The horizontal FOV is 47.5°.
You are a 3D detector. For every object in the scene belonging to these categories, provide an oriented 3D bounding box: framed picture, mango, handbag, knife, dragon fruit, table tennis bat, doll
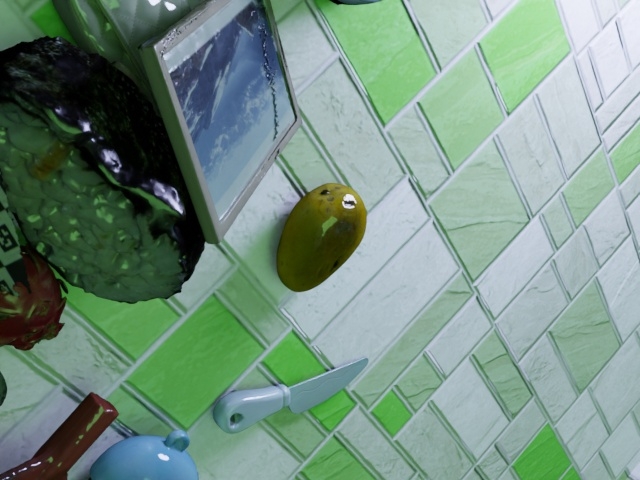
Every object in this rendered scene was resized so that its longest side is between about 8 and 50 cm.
[{"bbox_3d":[-0.108,-0.190,0.938,0.335,0.022,0.247,-63,145,-52],"label":"framed picture"},{"bbox_3d":[0.000,0.000,1.180,0.137,0.098,0.195,12,107,-42],"label":"mango"},{"bbox_3d":[-0.196,-0.269,0.939,0.219,0.079,0.256,-40,129,-20],"label":"handbag"},{"bbox_3d":[-0.042,0.280,1.312,0.331,0.044,0.080,-9,114,-36],"label":"knife"},{"bbox_3d":[-0.395,0.061,0.909,0.136,0.133,0.166,-75,148,-47],"label":"dragon fruit"},{"bbox_3d":[-0.437,0.383,1.001,0.414,0.051,0.268,-49,158,-9],"label":"table tennis bat"},{"bbox_3d":[-0.299,0.422,1.119,0.177,0.141,0.314,32,93,-36],"label":"doll"}]

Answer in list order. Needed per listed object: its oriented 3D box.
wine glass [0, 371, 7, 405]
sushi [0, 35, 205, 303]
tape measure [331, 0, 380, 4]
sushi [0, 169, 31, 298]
[{"bbox_3d":[-0.437,0.153,0.892,0.072,0.155,0.072,-15,118,-30],"label":"wine glass"},{"bbox_3d":[-0.271,-0.082,0.871,0.350,0.211,0.171,51,33,-31],"label":"sushi"},{"bbox_3d":[0.056,-0.427,1.032,0.182,0.107,0.181,-3,105,-37],"label":"tape measure"},{"bbox_3d":[-0.421,-0.082,0.763,0.050,0.290,0.264,-47,138,-55],"label":"sushi"}]
